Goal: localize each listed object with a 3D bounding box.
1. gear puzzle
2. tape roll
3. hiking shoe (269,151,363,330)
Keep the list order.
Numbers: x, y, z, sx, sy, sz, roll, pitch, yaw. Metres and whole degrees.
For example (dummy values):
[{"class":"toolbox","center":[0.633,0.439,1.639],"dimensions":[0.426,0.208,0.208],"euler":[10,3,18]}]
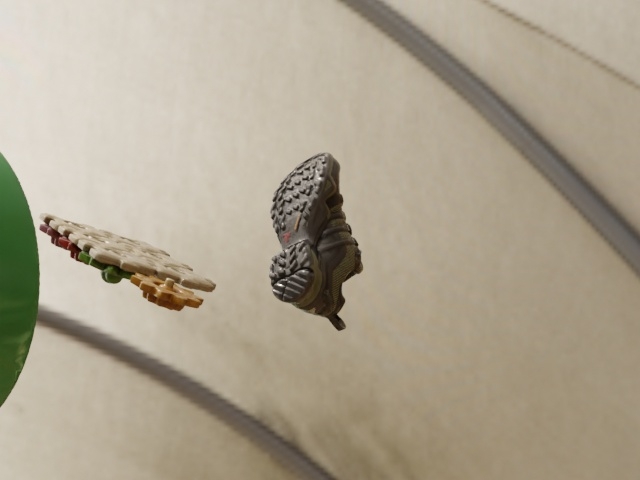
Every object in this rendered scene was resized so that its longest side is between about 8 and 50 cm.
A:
[{"class":"gear puzzle","center":[-0.223,0.040,1.848],"dimensions":[0.175,0.044,0.339],"euler":[18,4,-29]},{"class":"tape roll","center":[-0.401,0.038,1.450],"dimensions":[0.321,0.321,0.077],"euler":[-25,-17,35]},{"class":"hiking shoe","center":[0.000,0.000,1.860],"dimensions":[0.086,0.227,0.114],"euler":[-19,-43,34]}]
